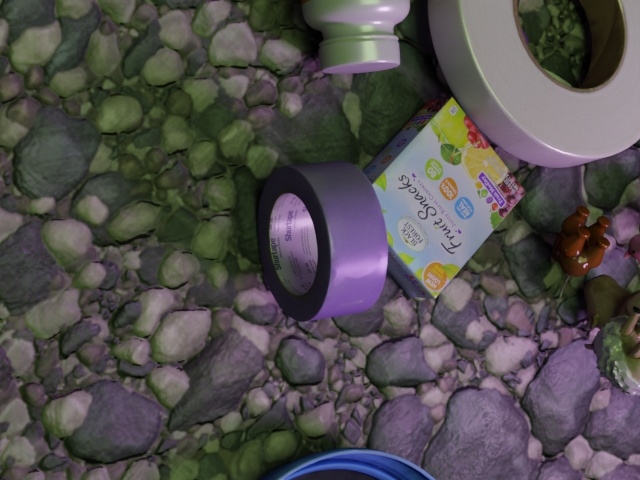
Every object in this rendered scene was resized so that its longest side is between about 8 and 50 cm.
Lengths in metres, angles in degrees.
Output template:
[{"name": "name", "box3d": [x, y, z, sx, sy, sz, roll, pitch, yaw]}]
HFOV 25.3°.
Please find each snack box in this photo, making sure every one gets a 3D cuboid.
[{"name": "snack box", "box3d": [0.145, -0.055, 1.867, 0.207, 0.070, 0.174, -48, 110, -19]}]

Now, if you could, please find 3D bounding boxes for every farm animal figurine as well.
[{"name": "farm animal figurine", "box3d": [0.461, 0.092, 1.965, 0.330, 0.172, 0.327, 4, 45, -28]}]

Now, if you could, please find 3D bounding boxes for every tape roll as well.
[{"name": "tape roll", "box3d": [0.318, -0.294, 1.937, 0.392, 0.072, 0.392, 6, 78, -32]}, {"name": "tape roll", "box3d": [0.000, 0.000, 1.720, 0.080, 0.189, 0.189, -8, 92, -29]}]

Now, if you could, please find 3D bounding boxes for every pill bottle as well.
[{"name": "pill bottle", "box3d": [0.041, -0.338, 1.785, 0.136, 0.136, 0.245, -4, 90, -28]}]

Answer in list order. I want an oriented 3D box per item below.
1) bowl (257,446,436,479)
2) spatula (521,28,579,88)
[{"name": "bowl", "box3d": [0.022, 0.452, 1.777, 0.391, 0.077, 0.391, 1, 88, -27]}, {"name": "spatula", "box3d": [0.327, -0.218, 1.991, 0.296, 0.030, 0.084, 33, 73, -23]}]
